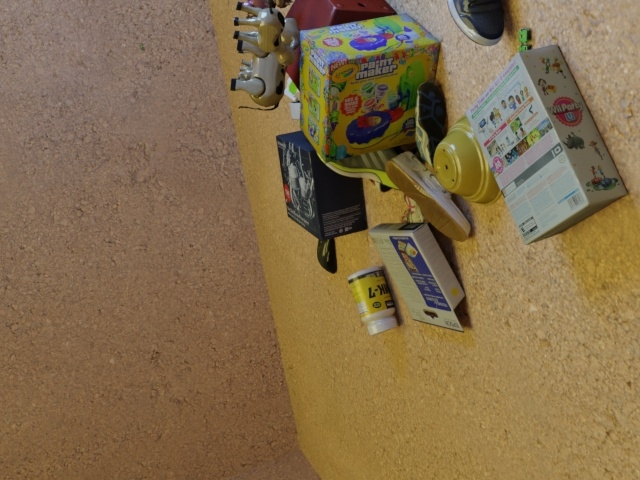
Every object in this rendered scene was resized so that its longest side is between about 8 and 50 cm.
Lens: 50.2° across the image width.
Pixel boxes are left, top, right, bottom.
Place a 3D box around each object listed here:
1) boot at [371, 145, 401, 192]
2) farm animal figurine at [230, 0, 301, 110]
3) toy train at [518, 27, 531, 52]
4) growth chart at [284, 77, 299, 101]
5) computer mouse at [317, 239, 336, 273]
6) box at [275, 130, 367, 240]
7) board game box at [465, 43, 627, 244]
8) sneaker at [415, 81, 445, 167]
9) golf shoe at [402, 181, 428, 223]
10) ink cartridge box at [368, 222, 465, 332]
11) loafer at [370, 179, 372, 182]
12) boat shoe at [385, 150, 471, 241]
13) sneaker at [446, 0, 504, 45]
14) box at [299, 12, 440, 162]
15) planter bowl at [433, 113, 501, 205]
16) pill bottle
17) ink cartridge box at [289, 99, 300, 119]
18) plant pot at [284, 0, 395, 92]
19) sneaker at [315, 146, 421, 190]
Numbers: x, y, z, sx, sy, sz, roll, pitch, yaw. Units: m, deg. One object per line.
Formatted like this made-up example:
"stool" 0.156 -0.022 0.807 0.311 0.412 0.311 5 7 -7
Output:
"boot" 0.149 -0.277 1.971 0.176 0.088 0.244 51 154 36
"farm animal figurine" -0.122 -0.477 1.705 0.330 0.172 0.327 -86 8 -61
"toy train" 0.393 -0.365 1.314 0.023 0.017 0.083 27 131 53
"growth chart" -0.070 -0.558 2.165 0.172 0.021 0.238 -145 68 -66
"computer mouse" 0.000 0.000 2.709 0.184 0.060 0.262 -130 30 -51
"box" -0.002 -0.205 2.361 0.343 0.178 0.313 -144 44 -63
"board game box" 0.412 -0.173 1.286 0.224 0.097 0.304 128 124 -67
"sneaker" 0.260 -0.281 1.675 0.081 0.080 0.211 -148 46 -62
"golf shoe" 0.270 -0.087 1.836 0.086 0.067 0.186 49 159 34
"ink cartridge box" 0.278 0.095 1.909 0.307 0.072 0.303 59 164 -11
"loafer" 0.130 -0.236 2.129 0.062 0.061 0.170 96 152 -46
"boat shoe" 0.287 -0.120 1.707 0.277 0.096 0.098 48 158 11
"sneaker" 0.305 -0.529 1.312 0.153 0.099 0.283 131 125 -71
"box" 0.111 -0.380 1.699 0.279 0.289 0.177 91 156 -43
"planter bowl" 0.321 -0.175 1.564 0.217 0.090 0.217 164 90 -72
"pill bottle" 0.176 0.200 2.251 0.119 0.119 0.209 133 120 -69
"ink cartridge box" 0.048 -0.400 2.055 0.371 0.175 0.069 -148 47 -65
"plant pot" 0.055 -0.549 1.830 0.267 0.267 0.236 60 144 38
"sneaker" 0.133 -0.231 1.829 0.111 0.299 0.121 -90 15 -60
